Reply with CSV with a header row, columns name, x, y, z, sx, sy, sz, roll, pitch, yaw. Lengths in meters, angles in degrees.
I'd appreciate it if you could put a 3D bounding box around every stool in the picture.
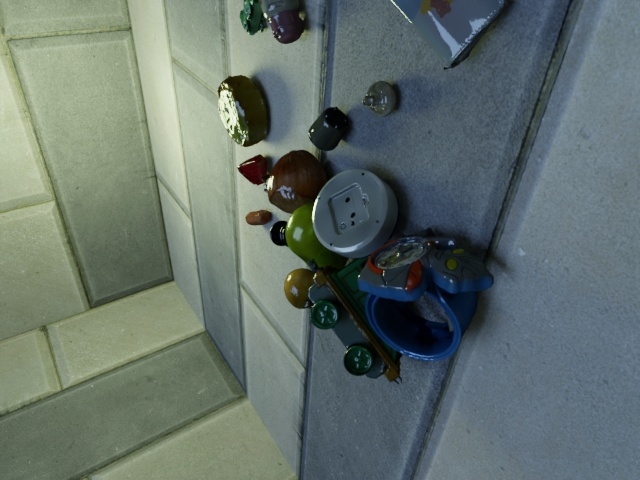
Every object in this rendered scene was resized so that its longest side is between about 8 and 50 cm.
name,x,y,z,sx,sy,sz,roll,pitch,yaw
stool,0.024,-0.313,1.336,0.096,0.096,0.110,63,145,14

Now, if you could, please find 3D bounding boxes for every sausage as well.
name,x,y,z,sx,sy,sz,roll,pitch,yaw
sausage,-0.255,-0.096,1.992,0.169,0.065,0.065,-1,106,60

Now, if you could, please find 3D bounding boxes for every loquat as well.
name,x,y,z,sx,sy,sz,roll,pitch,yaw
loquat,-0.064,0.177,1.746,0.163,0.137,0.163,11,105,46

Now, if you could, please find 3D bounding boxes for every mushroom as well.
name,x,y,z,sx,sy,sz,roll,pitch,yaw
mushroom,0.136,-0.336,1.137,0.085,0.079,0.085,28,126,46

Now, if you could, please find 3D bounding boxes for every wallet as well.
name,x,y,z,sx,sy,sz,roll,pitch,yaw
wallet,0.237,-0.460,0.898,0.170,0.069,0.231,-46,69,40

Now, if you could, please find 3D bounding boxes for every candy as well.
name,x,y,z,sx,sy,sz,roll,pitch,yaw
candy,-0.289,-0.473,1.756,0.260,0.117,0.260,42,143,42

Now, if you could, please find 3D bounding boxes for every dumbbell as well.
name,x,y,z,sx,sy,sz,roll,pitch,yaw
dumbbell,-0.126,-0.024,1.767,0.208,0.099,0.099,7,114,59

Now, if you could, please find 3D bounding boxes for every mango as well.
name,x,y,z,sx,sy,sz,roll,pitch,yaw
mango,0.005,-0.007,1.455,0.273,0.185,0.149,45,-177,-43

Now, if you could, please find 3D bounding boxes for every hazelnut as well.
name,x,y,z,sx,sy,sz,roll,pitch,yaw
hazelnut,-0.072,-0.185,1.507,0.214,0.176,0.215,-4,84,37

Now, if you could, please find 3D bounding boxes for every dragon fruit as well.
name,x,y,z,sx,sy,sz,roll,pitch,yaw
dragon fruit,-0.241,-0.274,1.845,0.162,0.083,0.106,-7,122,50

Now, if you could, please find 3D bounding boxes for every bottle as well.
name,x,y,z,sx,sy,sz,roll,pitch,yaw
bottle,-0.117,-0.676,1.338,0.110,0.109,0.234,-9,100,61

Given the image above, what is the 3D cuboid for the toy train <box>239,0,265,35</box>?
name,x,y,z,sx,sy,sz,roll,pitch,yaw
toy train,-0.209,-0.740,1.503,0.178,0.071,0.105,121,134,-57

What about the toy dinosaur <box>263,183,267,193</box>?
name,x,y,z,sx,sy,sz,roll,pitch,yaw
toy dinosaur,-0.188,-0.186,1.829,0.083,0.047,0.031,59,151,17

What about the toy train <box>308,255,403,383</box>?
name,x,y,z,sx,sy,sz,roll,pitch,yaw
toy train,0.131,0.202,1.335,0.429,0.249,0.178,53,-171,2

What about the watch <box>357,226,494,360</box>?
name,x,y,z,sx,sy,sz,roll,pitch,yaw
watch,0.263,0.136,1.108,0.305,0.241,0.275,3,122,39

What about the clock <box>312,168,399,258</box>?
name,x,y,z,sx,sy,sz,roll,pitch,yaw
clock,0.090,-0.071,1.257,0.230,0.083,0.231,-9,72,30
